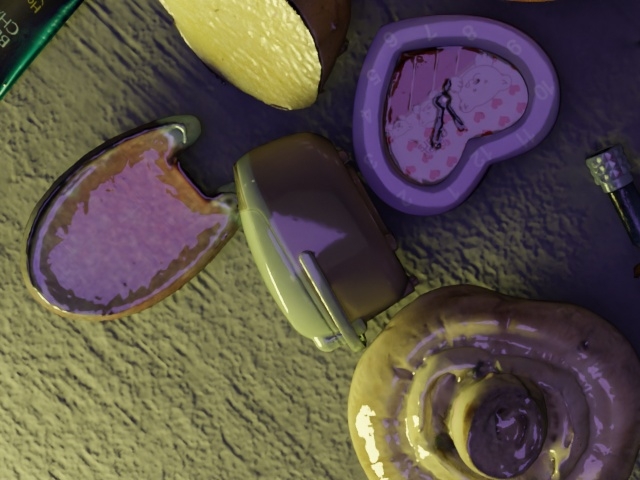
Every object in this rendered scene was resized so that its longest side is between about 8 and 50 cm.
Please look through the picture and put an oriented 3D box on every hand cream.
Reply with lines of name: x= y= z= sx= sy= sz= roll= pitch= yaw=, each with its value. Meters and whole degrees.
hand cream: x=-0.285 y=-0.240 z=1.507 sx=0.270 sy=0.061 sz=0.120 roll=-42 pitch=92 yaw=20

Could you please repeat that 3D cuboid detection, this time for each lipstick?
lipstick: x=0.280 y=-0.030 z=1.423 sx=0.037 sy=0.037 sz=0.116 roll=-27 pitch=96 yaw=13

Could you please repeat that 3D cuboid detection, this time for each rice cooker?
rice cooker: x=0.000 y=0.000 z=1.426 sx=0.127 sy=0.145 sz=0.206 roll=-33 pitch=93 yaw=4

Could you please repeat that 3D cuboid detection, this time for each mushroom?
mushroom: x=0.155 y=0.158 z=1.365 sx=0.260 sy=0.234 sz=0.254 roll=-32 pitch=93 yaw=13

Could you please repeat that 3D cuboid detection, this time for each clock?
clock: x=0.111 y=-0.128 z=1.428 sx=0.198 sy=0.064 sz=0.172 roll=-39 pitch=88 yaw=13

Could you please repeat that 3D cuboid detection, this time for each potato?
potato: x=-0.048 y=-0.227 z=1.422 sx=0.202 sy=0.182 sz=0.117 roll=30 pitch=64 yaw=24

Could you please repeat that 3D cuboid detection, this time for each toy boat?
toy boat: x=-0.183 y=-0.016 z=1.504 sx=0.227 sy=0.085 sz=0.155 roll=-37 pitch=97 yaw=2

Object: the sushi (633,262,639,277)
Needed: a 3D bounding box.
sushi: x=0.458 y=0.050 z=1.299 sx=0.348 sy=0.234 sz=0.207 roll=-21 pitch=92 yaw=8
